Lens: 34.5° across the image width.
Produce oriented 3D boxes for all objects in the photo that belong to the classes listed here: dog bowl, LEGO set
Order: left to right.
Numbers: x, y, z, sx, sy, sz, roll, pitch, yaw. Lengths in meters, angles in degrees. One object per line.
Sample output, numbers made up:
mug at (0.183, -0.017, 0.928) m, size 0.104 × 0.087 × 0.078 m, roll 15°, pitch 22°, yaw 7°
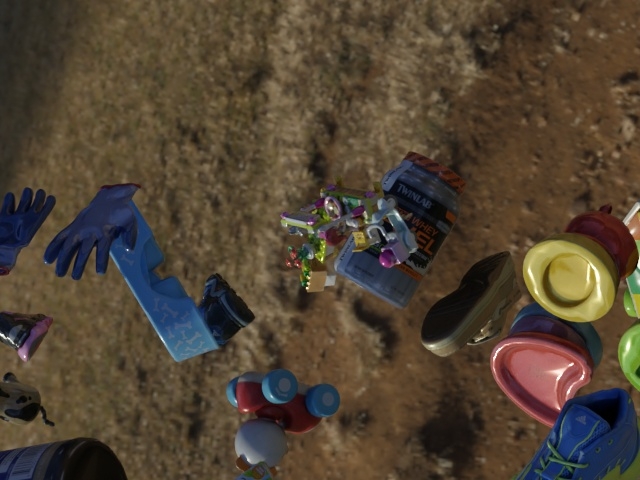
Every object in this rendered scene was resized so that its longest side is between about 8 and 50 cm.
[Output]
dog bowl at (-0.264, 0.059, 1.621) m, size 0.297 × 0.074 × 0.166 m, roll 60°, pitch 172°, yaw -1°
LEGO set at (0.000, 0.000, 1.324) m, size 0.132 × 0.107 × 0.287 m, roll 63°, pitch 151°, yaw 0°

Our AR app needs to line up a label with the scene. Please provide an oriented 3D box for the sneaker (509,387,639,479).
sneaker at (0.222, 0.223, 0.993) m, size 0.091 × 0.240 × 0.126 m, roll 28°, pitch 143°, yaw 43°

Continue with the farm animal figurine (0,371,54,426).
farm animal figurine at (-0.578, 0.251, 1.419) m, size 0.330 × 0.327 × 0.172 m, roll -40°, pitch 25°, yaw -16°

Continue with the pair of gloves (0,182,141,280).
pair of gloves at (-0.283, -0.010, 1.089) m, size 0.159 × 0.198 × 0.023 m, roll -81°, pitch -15°, yaw -54°

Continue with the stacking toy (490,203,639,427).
stacking toy at (0.385, 0.124, 1.348) m, size 0.279 × 0.130 × 0.309 m, roll 32°, pitch 137°, yaw 17°

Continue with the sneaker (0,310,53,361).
sneaker at (-0.300, 0.086, 1.018) m, size 0.047 × 0.057 × 0.119 m, roll -63°, pitch 10°, yaw -9°

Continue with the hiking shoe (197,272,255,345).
hiking shoe at (-0.227, 0.151, 2.156) m, size 0.132 × 0.113 × 0.304 m, roll -41°, pitch 7°, yaw -5°

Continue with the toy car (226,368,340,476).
toy car at (-0.103, 0.418, 2.243) m, size 0.219 × 0.210 × 0.238 m, roll -19°, pitch 53°, yaw 57°

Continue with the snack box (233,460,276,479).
snack box at (-0.128, 0.452, 1.727) m, size 0.141 × 0.037 × 0.100 m, roll -35°, pitch 70°, yaw 1°

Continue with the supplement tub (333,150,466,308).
supplement tub at (0.182, -0.025, 2.283) m, size 0.193 × 0.193 × 0.316 m, roll 27°, pitch 87°, yaw 56°

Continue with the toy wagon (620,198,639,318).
toy wagon at (0.591, 0.083, 1.588) m, size 0.267 × 0.068 × 0.345 m, roll -1°, pitch 118°, yaw 47°

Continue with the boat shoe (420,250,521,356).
boat shoe at (0.292, 0.132, 1.874) m, size 0.121 × 0.341 × 0.110 m, roll -20°, pitch 102°, yaw 37°

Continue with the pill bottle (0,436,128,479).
pill bottle at (-0.285, 0.246, 0.892) m, size 0.219 × 0.123 × 0.123 m, roll -12°, pitch 64°, yaw 17°
